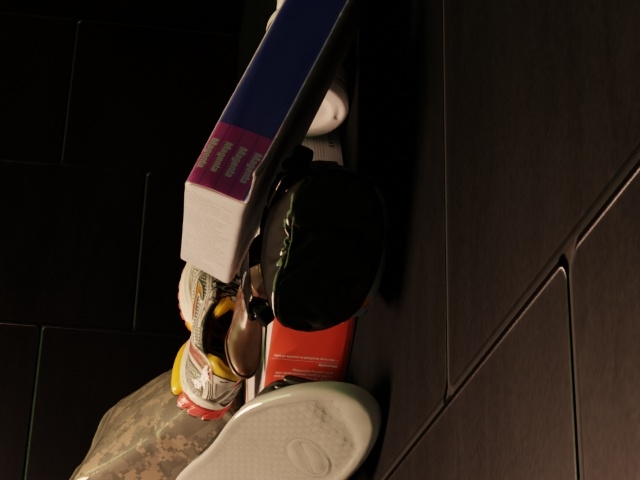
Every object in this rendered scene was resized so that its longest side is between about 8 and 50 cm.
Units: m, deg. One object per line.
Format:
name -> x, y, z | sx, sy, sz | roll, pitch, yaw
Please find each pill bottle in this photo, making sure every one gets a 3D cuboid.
pill bottle -> -0.015, -0.208, 1.489 | 0.094, 0.094, 0.169 | 104, 168, -54

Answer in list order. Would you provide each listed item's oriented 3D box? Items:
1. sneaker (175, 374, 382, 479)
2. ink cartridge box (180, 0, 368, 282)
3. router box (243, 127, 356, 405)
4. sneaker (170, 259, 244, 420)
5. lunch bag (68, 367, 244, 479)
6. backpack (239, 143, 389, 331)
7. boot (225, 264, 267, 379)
sneaker -> -0.018, 0.164, 1.212 | 0.147, 0.104, 0.296 | -44, 3, -42
ink cartridge box -> -0.030, -0.151, 1.225 | 0.324, 0.071, 0.330 | -64, -2, -19
router box -> -0.030, 0.074, 1.467 | 0.335, 0.082, 0.301 | -95, 12, -55
sneaker -> -0.097, 0.077, 1.407 | 0.093, 0.088, 0.225 | -49, 31, 43
lunch bag -> -0.158, 0.239, 1.677 | 0.169, 0.235, 0.287 | 52, -163, -14
backpack -> 0.000, 0.000, 1.140 | 0.182, 0.115, 0.152 | -119, 47, -81
boot -> -0.065, 0.067, 1.283 | 0.114, 0.037, 0.106 | 118, 154, -61
